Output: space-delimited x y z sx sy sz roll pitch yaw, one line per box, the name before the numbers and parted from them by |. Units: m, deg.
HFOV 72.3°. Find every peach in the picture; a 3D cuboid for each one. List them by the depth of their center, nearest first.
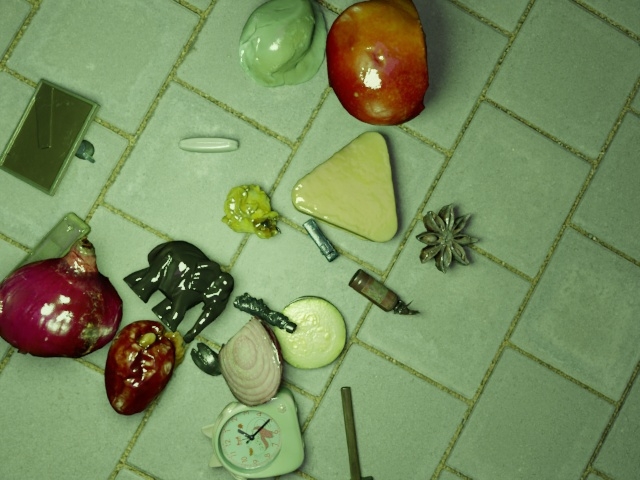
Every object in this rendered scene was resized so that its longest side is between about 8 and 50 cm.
peach | 0.172 -0.564 1.400 0.311 0.335 0.405 -10 95 2

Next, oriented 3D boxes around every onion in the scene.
onion | -0.755 0.157 1.309 0.348 0.347 0.385 28 105 -3
onion | -0.201 0.404 1.444 0.250 0.111 0.247 -43 67 20

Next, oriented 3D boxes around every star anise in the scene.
star anise | 0.421 -0.008 1.527 0.236 0.109 0.222 -18 99 -21

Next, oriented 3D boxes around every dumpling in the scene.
dumpling | -0.123 -0.665 1.443 0.321 0.212 0.269 -27 94 7

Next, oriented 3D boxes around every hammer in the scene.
hammer | 0.110 0.694 1.527 0.111 0.043 0.364 -7 88 -4

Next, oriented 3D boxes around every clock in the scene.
clock | -0.226 0.650 1.468 0.325 0.108 0.264 -10 91 -4

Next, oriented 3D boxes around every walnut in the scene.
walnut | -0.563 0.402 1.407 0.222 0.244 0.268 35 108 28

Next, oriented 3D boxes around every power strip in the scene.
power strip | -0.924 0.075 1.448 0.092 0.066 0.387 42 84 -4

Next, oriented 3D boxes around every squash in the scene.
squash | -0.039 0.315 1.520 0.253 0.049 0.251 0 88 -2

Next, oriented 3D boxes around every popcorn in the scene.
popcorn | -0.222 -0.096 1.466 0.195 0.173 0.168 20 66 5

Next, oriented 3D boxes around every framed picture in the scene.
framed picture | -0.899 -0.342 1.442 0.248 0.022 0.334 25 88 12

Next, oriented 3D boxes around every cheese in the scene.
cheese | 0.130 -0.140 1.506 0.385 0.104 0.383 0 89 -5

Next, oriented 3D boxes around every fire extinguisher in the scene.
fire extinguisher | 0.221 0.194 1.507 0.252 0.106 0.075 36 67 -2

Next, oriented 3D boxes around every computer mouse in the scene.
computer mouse | -0.385 0.407 1.490 0.079 0.047 0.135 -43 90 -5

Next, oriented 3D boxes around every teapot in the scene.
teapot | -0.791 -0.297 1.463 0.066 0.057 0.088 -39 92 -3

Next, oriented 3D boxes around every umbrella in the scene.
umbrella | -0.181 0.241 1.462 0.224 0.080 0.071 28 107 10

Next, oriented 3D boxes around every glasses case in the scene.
glasses case | -0.378 -0.323 1.484 0.198 0.076 0.049 -1 91 -4

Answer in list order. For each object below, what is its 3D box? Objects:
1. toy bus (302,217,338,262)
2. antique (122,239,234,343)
toy bus | 0.000 0.000 1.514 0.047 0.065 0.165 -36 91 -5
antique | -0.442 0.139 1.404 0.322 0.185 0.255 44 66 11
